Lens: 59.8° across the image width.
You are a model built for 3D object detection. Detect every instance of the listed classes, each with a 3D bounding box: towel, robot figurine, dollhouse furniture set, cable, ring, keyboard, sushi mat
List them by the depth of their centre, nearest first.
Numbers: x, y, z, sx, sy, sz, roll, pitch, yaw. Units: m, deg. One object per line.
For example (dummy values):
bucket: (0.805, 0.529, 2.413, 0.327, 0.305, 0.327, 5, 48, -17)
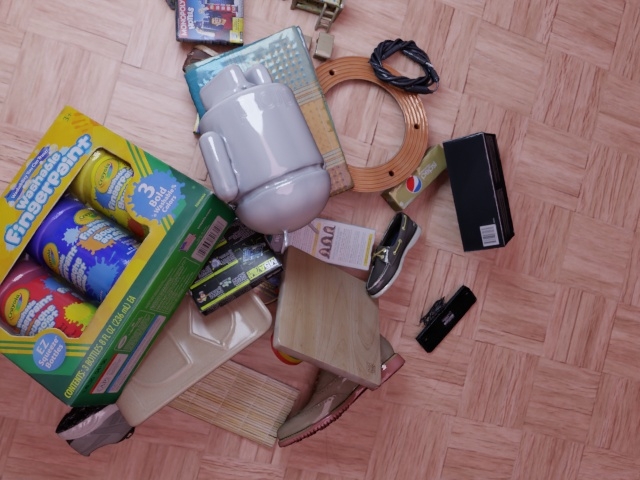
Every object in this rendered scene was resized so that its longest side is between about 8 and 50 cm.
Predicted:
robot figurine: (-0.106, -0.161, 1.085, 0.300, 0.199, 0.354, -24, 90, -45)
towel: (-0.107, -0.242, 1.214, 0.271, 0.040, 0.370, -22, 100, -5)
dollhouse furniture set: (-0.047, -0.518, 1.266, 0.181, 0.101, 0.161, 12, 88, -13)
sushi mat: (-0.214, 0.354, 1.279, 0.316, 0.019, 0.151, 27, 84, -12)
ring: (0.094, -0.274, 1.317, 0.336, 0.032, 0.337, 2, 81, -12)
cable: (0.197, -0.422, 1.328, 0.184, 0.047, 0.151, 2, 68, -22)
keyboard: (0.307, 0.185, 1.403, 0.192, 0.038, 0.100, -46, 123, -10)

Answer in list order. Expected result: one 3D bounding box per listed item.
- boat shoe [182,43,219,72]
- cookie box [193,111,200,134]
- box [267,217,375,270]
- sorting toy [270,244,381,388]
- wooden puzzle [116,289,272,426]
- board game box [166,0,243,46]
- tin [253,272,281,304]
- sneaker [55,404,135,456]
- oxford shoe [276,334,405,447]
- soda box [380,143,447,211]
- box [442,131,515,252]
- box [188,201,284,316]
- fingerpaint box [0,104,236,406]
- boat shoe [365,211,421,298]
boat shoe: (-0.206, -0.356, 1.244, 0.207, 0.073, 0.073, 26, 72, -3)
cookie box: (-0.226, -0.275, 1.257, 0.107, 0.040, 0.092, 10, 89, -13)
box: (0.000, 0.000, 1.304, 0.244, 0.060, 0.101, 12, 87, -14)
sorting toy: (0.004, 0.178, 1.220, 0.255, 0.089, 0.257, 27, 42, -23)
wooden puzzle: (-0.322, 0.157, 1.169, 0.347, 0.080, 0.322, -36, 72, -11)
board game box: (-0.268, -0.522, 1.227, 0.194, 0.060, 0.194, 1, 84, -11)
tin: (-0.170, 0.077, 1.278, 0.189, 0.040, 0.106, 29, 80, -12)
sneaker: (-0.417, 0.366, 1.194, 0.271, 0.100, 0.108, -27, 111, -2)
oxford shoe: (0.027, 0.344, 1.304, 0.348, 0.123, 0.130, -35, 76, -14)
soda box: (0.235, -0.153, 1.359, 0.181, 0.061, 0.058, -45, 99, -9)
box: (0.381, -0.118, 1.326, 0.103, 0.184, 0.261, -10, 93, 29)
box: (-0.200, 0.029, 1.146, 0.190, 0.045, 0.184, -31, 73, -7)
fingerpaint box: (-0.445, 0.024, 1.072, 0.371, 0.163, 0.445, 31, 83, 16)
boat shoe: (0.159, 0.032, 1.315, 0.068, 0.081, 0.228, 43, 61, -19)
